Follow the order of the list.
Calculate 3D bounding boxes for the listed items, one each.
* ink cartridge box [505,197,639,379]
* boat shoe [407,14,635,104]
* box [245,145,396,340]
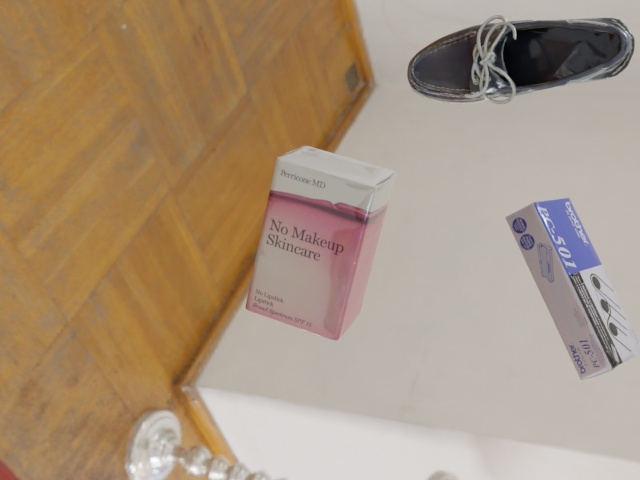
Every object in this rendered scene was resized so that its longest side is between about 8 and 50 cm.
[{"bbox_3d":[0.302,0.053,0.918,0.097,0.046,0.207,-8,71,-47],"label":"ink cartridge box"},{"bbox_3d":[0.212,-0.200,0.859,0.079,0.254,0.095,-20,111,-64],"label":"boat shoe"},{"bbox_3d":[0.000,0.000,1.101,0.127,0.148,0.233,-39,144,-67],"label":"box"}]
